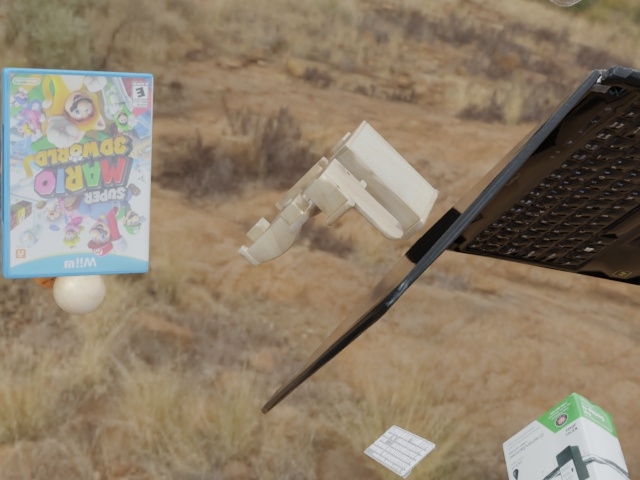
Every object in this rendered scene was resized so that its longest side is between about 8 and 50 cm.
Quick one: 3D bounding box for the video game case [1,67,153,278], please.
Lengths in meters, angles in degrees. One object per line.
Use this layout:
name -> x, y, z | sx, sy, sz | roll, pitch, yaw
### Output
video game case -> -0.196, -0.053, 0.826 | 0.119, 0.166, 0.015 | -2, 12, -26

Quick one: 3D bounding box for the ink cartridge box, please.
ink cartridge box -> 0.351, 0.345, 1.439 | 0.087, 0.153, 0.208 | 34, 30, -23

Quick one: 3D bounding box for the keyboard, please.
keyboard -> 0.127, 0.343, 1.677 | 0.014, 0.072, 0.256 | 45, -10, -5

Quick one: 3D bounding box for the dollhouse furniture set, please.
dollhouse furniture set -> 0.000, 0.000, 1.653 | 0.174, 0.355, 0.303 | 44, 32, -6

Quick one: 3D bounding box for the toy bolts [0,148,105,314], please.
toy bolts -> -0.341, -0.002, 1.132 | 0.228, 0.218, 0.158 | -12, 65, -23

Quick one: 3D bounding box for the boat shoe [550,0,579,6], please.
boat shoe -> 0.309, -0.318, 1.058 | 0.066, 0.184, 0.063 | 51, 10, -8

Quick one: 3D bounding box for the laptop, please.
laptop -> 0.127, 0.023, 0.543 | 0.264, 0.234, 0.136 | 10, 68, -13
